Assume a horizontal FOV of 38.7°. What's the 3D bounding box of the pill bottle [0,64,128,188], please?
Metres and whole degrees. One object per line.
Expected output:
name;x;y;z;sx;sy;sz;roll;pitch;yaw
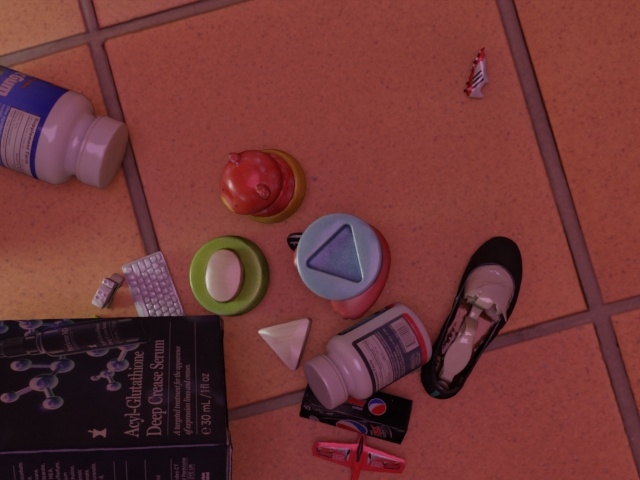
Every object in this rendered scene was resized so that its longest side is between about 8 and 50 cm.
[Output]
pill bottle;-0.449;-0.177;1.431;0.271;0.152;0.152;19;88;2

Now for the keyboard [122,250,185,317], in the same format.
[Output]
keyboard;-0.246;0.149;1.476;0.072;0.014;0.256;-21;86;0

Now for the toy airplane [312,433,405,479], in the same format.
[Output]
toy airplane;0.058;0.367;1.447;0.151;0.028;0.151;0;87;3

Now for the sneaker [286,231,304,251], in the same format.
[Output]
sneaker;0.000;0.000;1.470;0.109;0.044;0.040;4;132;12

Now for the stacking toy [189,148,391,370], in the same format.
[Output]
stacking toy;-0.069;0.028;1.389;0.309;0.130;0.280;37;95;13

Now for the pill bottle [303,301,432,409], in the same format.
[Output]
pill bottle;0.070;0.179;1.392;0.180;0.108;0.108;-27;86;-21

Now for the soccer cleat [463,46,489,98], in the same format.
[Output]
soccer cleat;0.260;-0.271;1.479;0.035;0.029;0.083;17;91;-6

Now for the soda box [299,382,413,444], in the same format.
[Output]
soda box;0.055;0.264;1.430;0.168;0.053;0.060;15;54;3

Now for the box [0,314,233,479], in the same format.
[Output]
box;-0.327;0.271;1.275;0.395;0.293;0.212;-1;120;-9

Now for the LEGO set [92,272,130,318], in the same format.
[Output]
LEGO set;-0.354;0.169;1.438;0.087;0.093;0.227;28;88;3

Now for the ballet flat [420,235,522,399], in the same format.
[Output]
ballet flat;0.246;0.123;1.422;0.095;0.096;0.281;24;88;3
